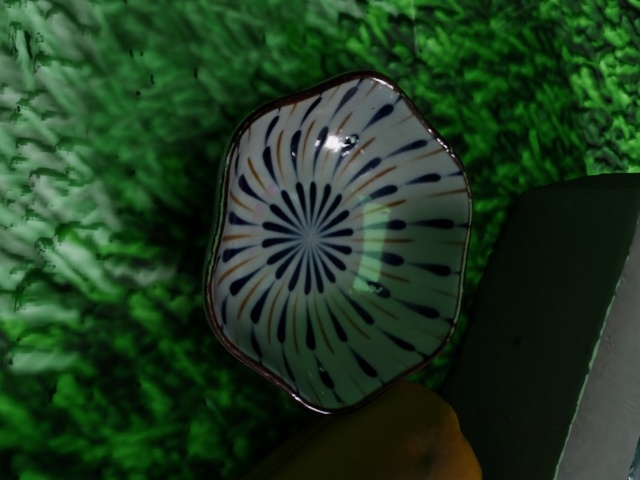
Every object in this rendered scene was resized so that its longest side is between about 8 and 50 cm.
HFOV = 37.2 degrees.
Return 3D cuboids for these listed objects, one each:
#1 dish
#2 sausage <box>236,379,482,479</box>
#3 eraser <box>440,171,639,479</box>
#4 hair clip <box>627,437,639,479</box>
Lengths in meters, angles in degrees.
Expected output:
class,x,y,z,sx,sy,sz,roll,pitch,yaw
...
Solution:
class,x,y,z,sx,sy,sz,roll,pitch,yaw
dish,0.000,0.000,0.542,0.190,0.066,0.191,-3,95,-36
sausage,-0.037,0.189,0.485,0.328,0.112,0.112,-33,109,-37
eraser,0.151,0.094,0.625,0.077,0.111,0.353,33,72,-34
hair clip,0.238,0.274,0.721,0.095,0.110,0.359,-18,110,7
